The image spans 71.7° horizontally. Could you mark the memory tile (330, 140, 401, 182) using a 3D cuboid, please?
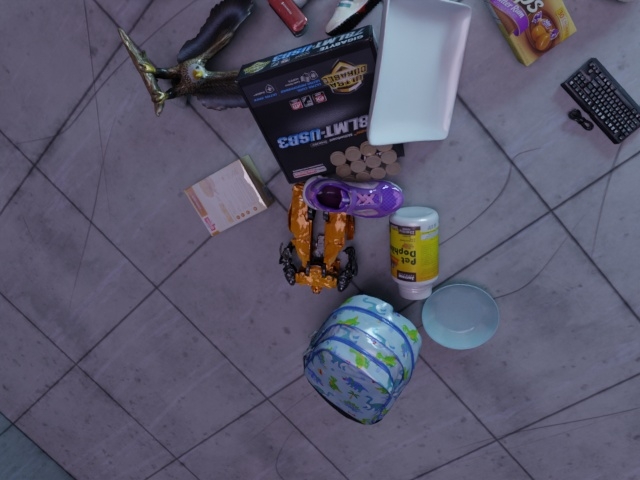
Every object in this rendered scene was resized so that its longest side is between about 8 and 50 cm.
[{"bbox_3d":[0.105,-0.179,1.023,0.148,0.012,0.113,-14,137,20],"label":"memory tile"}]

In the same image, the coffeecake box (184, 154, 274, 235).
[{"bbox_3d":[-0.239,-0.117,1.165,0.185,0.068,0.142,-24,104,20],"label":"coffeecake box"}]

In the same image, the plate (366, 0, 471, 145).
[{"bbox_3d":[0.194,-0.341,0.900,0.045,0.278,0.277,26,120,42],"label":"plate"}]

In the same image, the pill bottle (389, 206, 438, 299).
[{"bbox_3d":[0.230,0.032,1.088,0.117,0.117,0.215,-1,111,13],"label":"pill bottle"}]

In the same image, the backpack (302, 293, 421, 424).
[{"bbox_3d":[0.100,0.295,1.099,0.290,0.273,0.355,39,127,13],"label":"backpack"}]

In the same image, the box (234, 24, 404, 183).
[{"bbox_3d":[0.011,-0.279,0.978,0.295,0.073,0.293,-10,135,17],"label":"box"}]

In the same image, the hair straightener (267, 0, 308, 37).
[{"bbox_3d":[-0.114,-0.533,0.962,0.230,0.089,0.047,44,98,-2],"label":"hair straightener"}]

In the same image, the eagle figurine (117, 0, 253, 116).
[{"bbox_3d":[-0.261,-0.398,1.023,0.298,0.225,0.226,-24,151,-9],"label":"eagle figurine"}]

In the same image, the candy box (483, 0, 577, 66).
[{"bbox_3d":[0.405,-0.457,0.873,0.109,0.053,0.187,-34,115,22],"label":"candy box"}]

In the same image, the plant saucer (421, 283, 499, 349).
[{"bbox_3d":[0.365,0.195,1.165,0.195,0.037,0.195,5,112,12],"label":"plant saucer"}]

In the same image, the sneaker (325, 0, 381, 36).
[{"bbox_3d":[0.066,-0.515,0.955,0.161,0.057,0.075,-35,83,24],"label":"sneaker"}]

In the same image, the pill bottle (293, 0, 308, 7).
[{"bbox_3d":[-0.012,-0.565,0.933,0.137,0.078,0.078,-34,100,22],"label":"pill bottle"}]

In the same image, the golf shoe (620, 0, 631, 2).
[{"bbox_3d":[0.612,-0.572,0.789,0.120,0.105,0.273,31,120,-20],"label":"golf shoe"}]

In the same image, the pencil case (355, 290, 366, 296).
[{"bbox_3d":[0.143,0.210,1.204,0.152,0.070,0.064,46,114,-6],"label":"pencil case"}]

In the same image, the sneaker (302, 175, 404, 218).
[{"bbox_3d":[0.076,-0.095,1.012,0.236,0.104,0.095,4,99,-2],"label":"sneaker"}]

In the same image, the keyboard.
[{"bbox_3d":[0.588,-0.282,0.936,0.180,0.023,0.108,44,114,-5],"label":"keyboard"}]

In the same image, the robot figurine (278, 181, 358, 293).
[{"bbox_3d":[0.000,0.000,1.147,0.211,0.085,0.291,7,112,10],"label":"robot figurine"}]
